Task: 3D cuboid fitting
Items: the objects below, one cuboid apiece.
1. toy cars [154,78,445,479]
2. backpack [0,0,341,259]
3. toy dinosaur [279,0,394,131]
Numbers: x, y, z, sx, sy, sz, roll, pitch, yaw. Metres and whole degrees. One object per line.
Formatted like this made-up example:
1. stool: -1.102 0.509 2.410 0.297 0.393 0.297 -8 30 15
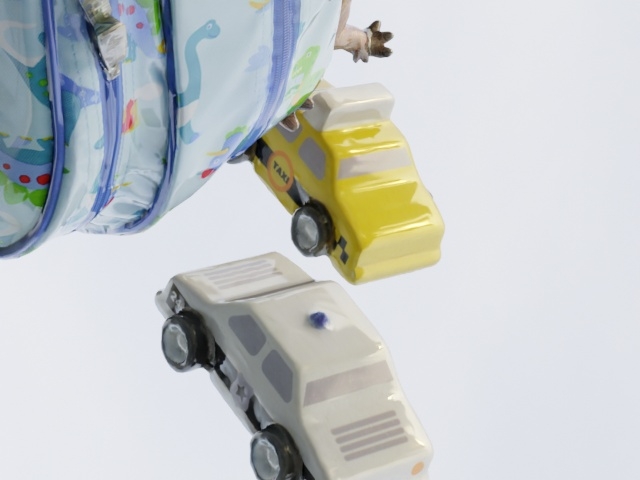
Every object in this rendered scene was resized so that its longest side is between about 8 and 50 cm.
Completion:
1. toy cars: 0.000 0.000 1.116 0.176 0.394 0.087 17 -52 -7
2. backpack: -0.118 -0.165 0.759 0.290 0.355 0.273 28 -112 24
3. toy dinosaur: -0.047 -0.174 1.060 0.295 0.200 0.127 -35 -121 7
